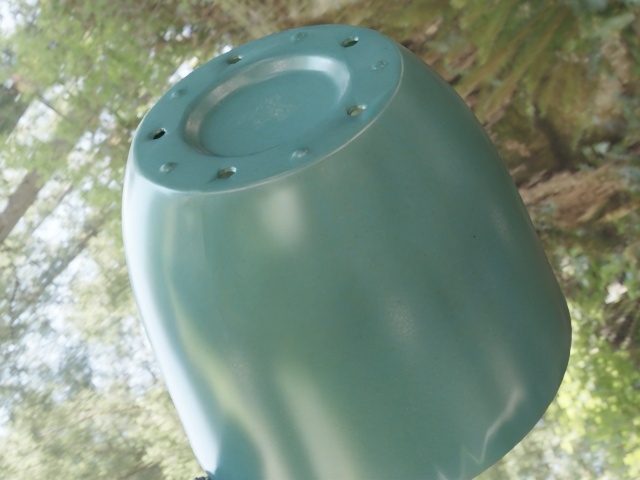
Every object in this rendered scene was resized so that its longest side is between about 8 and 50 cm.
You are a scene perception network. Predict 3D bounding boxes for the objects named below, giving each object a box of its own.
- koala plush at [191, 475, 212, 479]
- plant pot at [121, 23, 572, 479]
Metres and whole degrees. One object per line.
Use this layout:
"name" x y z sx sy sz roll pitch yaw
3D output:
"koala plush" -0.067 0.309 0.860 0.221 0.196 0.203 41 -93 14
"plant pot" 0.000 0.000 0.794 0.293 0.293 0.235 -56 -43 -37
